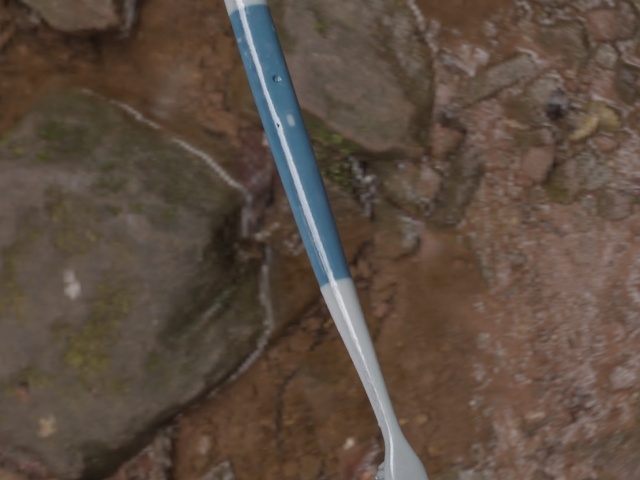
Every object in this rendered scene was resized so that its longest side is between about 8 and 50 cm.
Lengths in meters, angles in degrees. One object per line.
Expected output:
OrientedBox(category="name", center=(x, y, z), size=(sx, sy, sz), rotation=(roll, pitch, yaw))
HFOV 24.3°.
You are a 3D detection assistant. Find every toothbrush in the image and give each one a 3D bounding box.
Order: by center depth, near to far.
OrientedBox(category="toothbrush", center=(0.000, 0.000, 0.623), size=(0.025, 0.019, 0.276), rotation=(130, 126, -60))
